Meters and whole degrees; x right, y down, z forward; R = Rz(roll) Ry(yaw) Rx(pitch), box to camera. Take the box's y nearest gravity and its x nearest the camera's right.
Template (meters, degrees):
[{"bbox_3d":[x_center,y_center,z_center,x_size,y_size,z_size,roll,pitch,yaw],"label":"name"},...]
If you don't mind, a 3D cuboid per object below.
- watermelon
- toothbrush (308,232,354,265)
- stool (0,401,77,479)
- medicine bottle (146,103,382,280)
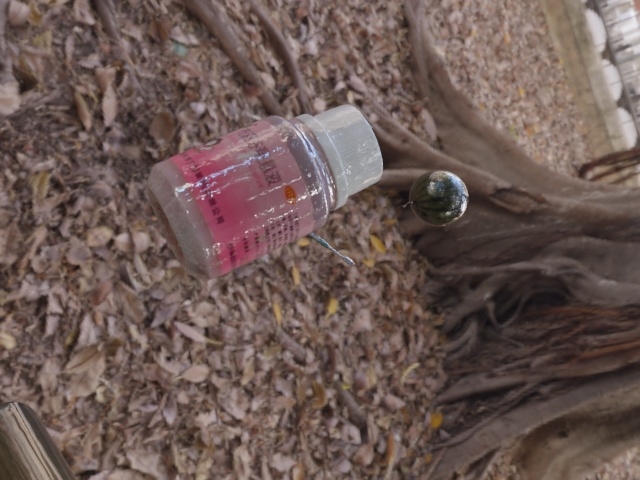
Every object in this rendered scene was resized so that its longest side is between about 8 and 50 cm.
[{"bbox_3d":[0.207,-0.076,1.311,0.133,0.105,0.105,-9,80,-19],"label":"watermelon"},{"bbox_3d":[0.000,0.000,1.379,0.167,0.011,0.014,36,20,-15],"label":"toothbrush"},{"bbox_3d":[-0.164,0.308,0.485,0.310,0.226,0.310,45,71,-44],"label":"stool"},{"bbox_3d":[-0.059,-0.063,0.795,0.247,0.147,0.147,-27,102,-16],"label":"medicine bottle"}]
